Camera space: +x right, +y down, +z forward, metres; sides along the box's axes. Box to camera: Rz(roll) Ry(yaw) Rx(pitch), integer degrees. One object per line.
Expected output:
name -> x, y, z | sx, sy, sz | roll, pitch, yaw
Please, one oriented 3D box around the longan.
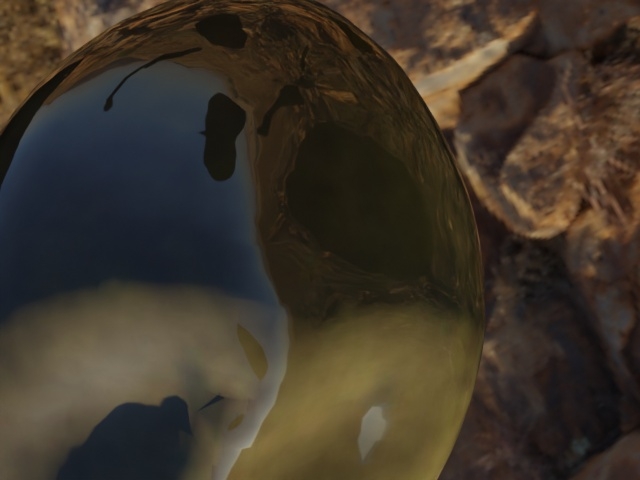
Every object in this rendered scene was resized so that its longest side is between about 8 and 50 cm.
longan -> -0.059, 0.046, 0.696 | 0.288, 0.288, 0.350 | 18, 102, 44
